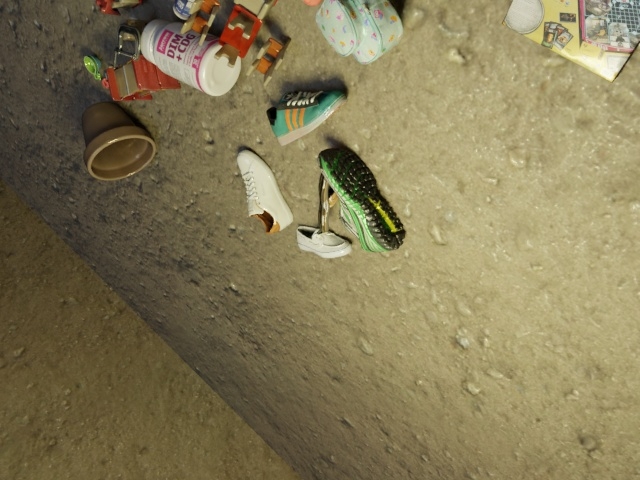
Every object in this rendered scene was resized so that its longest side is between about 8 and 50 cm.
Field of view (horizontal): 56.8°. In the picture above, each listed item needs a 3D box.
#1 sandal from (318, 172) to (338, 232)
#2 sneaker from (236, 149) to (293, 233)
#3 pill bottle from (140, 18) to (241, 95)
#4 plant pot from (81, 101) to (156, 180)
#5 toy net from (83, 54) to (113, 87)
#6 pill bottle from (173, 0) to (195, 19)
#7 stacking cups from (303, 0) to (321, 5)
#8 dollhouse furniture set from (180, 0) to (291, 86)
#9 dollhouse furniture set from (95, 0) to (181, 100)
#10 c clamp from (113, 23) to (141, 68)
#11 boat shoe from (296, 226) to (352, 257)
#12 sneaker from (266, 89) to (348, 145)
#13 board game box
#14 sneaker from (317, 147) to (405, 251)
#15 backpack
[{"bbox_3d":[0.028,-0.127,1.760,0.090,0.060,0.220,-114,24,-70],"label":"sandal"},{"bbox_3d":[-0.203,-0.154,1.932,0.106,0.123,0.290,-19,105,52],"label":"sneaker"},{"bbox_3d":[-0.389,-0.550,1.756,0.283,0.160,0.160,29,137,25],"label":"pill bottle"},{"bbox_3d":[-0.788,-0.395,2.238,0.229,0.263,0.263,60,145,17],"label":"plant pot"},{"bbox_3d":[-0.785,-0.594,2.202,0.232,0.045,0.122,37,140,16],"label":"toy net"},{"bbox_3d":[-0.373,-0.695,1.697,0.067,0.067,0.120,52,142,-3],"label":"pill bottle"},{"bbox_3d":[0.053,-0.635,1.309,0.096,0.096,0.316,52,143,-2],"label":"stacking cups"},{"bbox_3d":[-0.193,-0.580,1.548,0.262,0.135,0.259,30,145,-14],"label":"dollhouse furniture set"},{"bbox_3d":[-0.603,-0.656,1.926,0.201,0.152,0.374,1,104,45],"label":"dollhouse furniture set"},{"bbox_3d":[-0.588,-0.589,1.809,0.160,0.022,0.137,21,112,42],"label":"c clamp"},{"bbox_3d":[0.000,0.000,1.889,0.226,0.083,0.076,6,126,43],"label":"boat shoe"},{"bbox_3d":[-0.053,-0.359,1.626,0.302,0.108,0.121,-18,112,51],"label":"sneaker"},{"bbox_3d":[0.482,-0.426,1.099,0.243,0.042,0.165,37,140,17],"label":"board game box"},{"bbox_3d":[0.088,-0.102,1.674,0.146,0.134,0.344,-20,106,47],"label":"sneaker"},{"bbox_3d":[0.089,-0.496,1.338,0.188,0.144,0.166,48,163,-7],"label":"backpack"}]
